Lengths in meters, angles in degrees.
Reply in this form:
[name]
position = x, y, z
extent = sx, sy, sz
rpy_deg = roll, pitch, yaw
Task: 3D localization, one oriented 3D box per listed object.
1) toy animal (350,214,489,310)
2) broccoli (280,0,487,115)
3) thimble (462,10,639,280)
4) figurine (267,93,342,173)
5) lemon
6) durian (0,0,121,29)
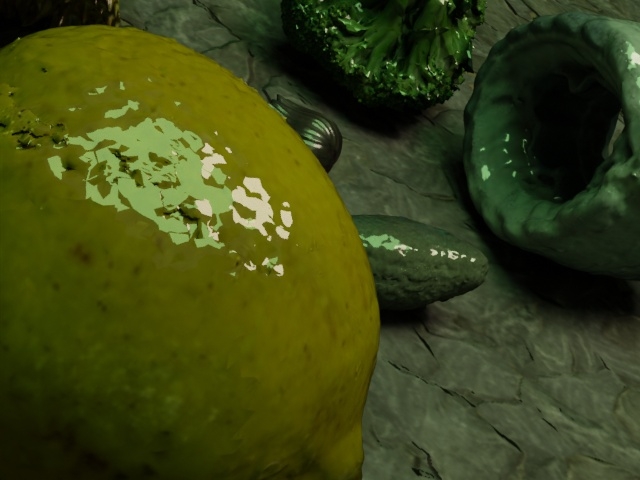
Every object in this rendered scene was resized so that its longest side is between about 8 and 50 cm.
[toy animal]
position = -0.004, 0.005, 1.032
extent = 0.253, 0.070, 0.079
rpy_deg = 11, 0, -4
[broccoli]
position = 0.059, -0.196, 1.261
extent = 0.195, 0.156, 0.195
rpy_deg = 6, 71, -17
[thimble]
position = 0.242, -0.073, 1.173
extent = 0.172, 0.204, 0.250
rpy_deg = 12, 20, -32
[figurine]
position = -0.043, -0.086, 1.122
extent = 0.129, 0.054, 0.072
rpy_deg = 28, 41, 3
[lemon]
position = -0.103, 0.031, 0.746
extent = 0.310, 0.258, 0.258
rpy_deg = 39, 34, 0
[durian]
position = -0.224, -0.235, 1.116
extent = 0.144, 0.139, 0.252
rpy_deg = 7, 38, -35
